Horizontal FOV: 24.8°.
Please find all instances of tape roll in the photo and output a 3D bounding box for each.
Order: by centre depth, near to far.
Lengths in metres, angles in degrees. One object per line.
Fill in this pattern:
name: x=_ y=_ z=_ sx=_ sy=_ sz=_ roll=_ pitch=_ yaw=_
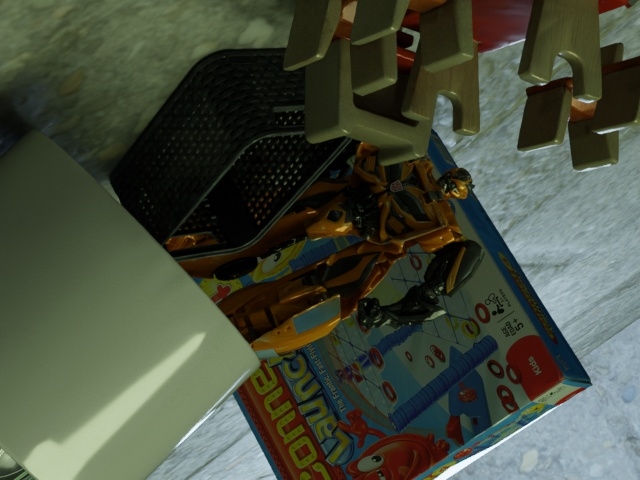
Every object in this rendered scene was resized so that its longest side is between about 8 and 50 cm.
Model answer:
tape roll: x=-0.186 y=0.063 z=1.059 sx=0.169 sy=0.246 sz=0.246 roll=-44 pitch=163 yaw=-10

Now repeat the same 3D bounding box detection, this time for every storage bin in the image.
storage bin: x=-0.075 y=-0.068 z=1.191 sx=0.122 sy=0.084 sz=0.180 roll=-9 pitch=151 yaw=-45

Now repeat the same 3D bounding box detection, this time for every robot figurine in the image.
robot figurine: x=0.000 y=0.000 z=1.300 sx=0.291 sy=0.211 sz=0.085 roll=-25 pitch=158 yaw=7

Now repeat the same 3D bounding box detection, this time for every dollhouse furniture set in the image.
dollhouse furniture set: x=0.093 y=-0.144 z=0.998 sx=0.262 sy=0.135 sz=0.259 roll=15 pitch=165 yaw=-32

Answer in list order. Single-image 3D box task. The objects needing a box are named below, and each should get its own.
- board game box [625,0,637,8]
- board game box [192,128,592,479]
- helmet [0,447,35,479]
board game box: x=0.257 y=-0.263 z=1.060 sx=0.146 sy=0.045 sz=0.193 roll=-38 pitch=-158 yaw=21
board game box: x=0.054 y=0.091 z=1.430 sx=0.302 sy=0.308 sz=0.086 roll=-37 pitch=158 yaw=18
helmet: x=-0.290 y=0.142 z=1.283 sx=0.169 sy=0.161 sz=0.169 roll=-26 pitch=160 yaw=-10
